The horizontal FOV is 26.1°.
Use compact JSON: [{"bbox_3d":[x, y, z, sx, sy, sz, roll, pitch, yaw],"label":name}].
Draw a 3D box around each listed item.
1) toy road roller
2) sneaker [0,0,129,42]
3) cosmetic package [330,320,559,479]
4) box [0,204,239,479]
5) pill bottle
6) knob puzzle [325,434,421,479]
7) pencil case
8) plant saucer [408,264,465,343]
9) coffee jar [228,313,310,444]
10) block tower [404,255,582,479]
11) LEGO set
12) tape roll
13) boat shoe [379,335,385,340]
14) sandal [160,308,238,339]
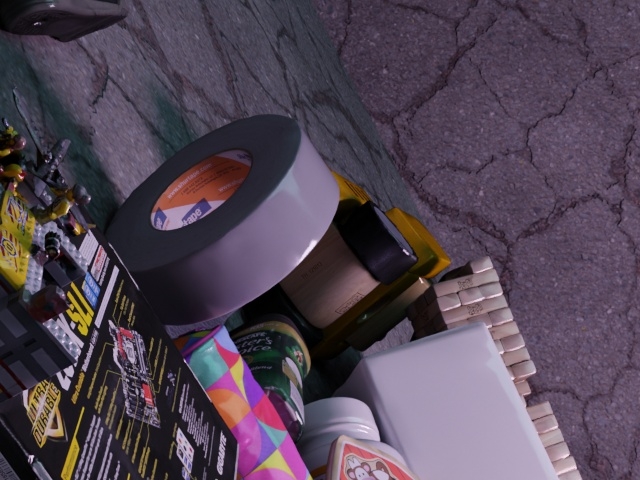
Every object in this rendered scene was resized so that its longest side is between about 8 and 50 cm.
[{"bbox_3d":[0.000,0.000,1.709,0.241,0.202,0.329,53,9,16],"label":"toy road roller"},{"bbox_3d":[-0.272,-0.273,1.412,0.130,0.087,0.227,69,18,3],"label":"sneaker"},{"bbox_3d":[0.166,0.345,1.480,0.453,0.161,0.230,66,-24,20],"label":"cosmetic package"},{"bbox_3d":[-0.157,0.146,0.969,0.257,0.079,0.322,58,12,-21],"label":"box"},{"bbox_3d":[0.033,0.280,1.341,0.136,0.136,0.246,48,18,-48],"label":"pill bottle"},{"bbox_3d":[0.074,0.254,1.245,0.213,0.030,0.213,37,28,-24],"label":"knob puzzle"},{"bbox_3d":[-0.071,0.186,1.212,0.236,0.104,0.104,60,12,-13],"label":"pencil case"},{"bbox_3d":[0.139,0.164,1.838,0.050,0.311,0.310,23,15,1],"label":"plant saucer"},{"bbox_3d":[-0.061,0.142,1.354,0.079,0.096,0.184,61,11,-17],"label":"coffee jar"},{"bbox_3d":[0.206,0.194,1.621,0.335,0.097,0.091,70,-24,15],"label":"block tower"},{"bbox_3d":[-0.238,-0.039,0.772,0.255,0.192,0.331,57,12,-22],"label":"LEGO set"},{"bbox_3d":[-0.093,-0.023,1.287,0.072,0.219,0.219,55,13,-29],"label":"tape roll"},{"bbox_3d":[0.028,0.049,1.966,0.254,0.095,0.079,64,-3,-38],"label":"boat shoe"},{"bbox_3d":[-0.132,0.063,1.367,0.097,0.054,0.254,51,24,-15],"label":"sandal"}]
